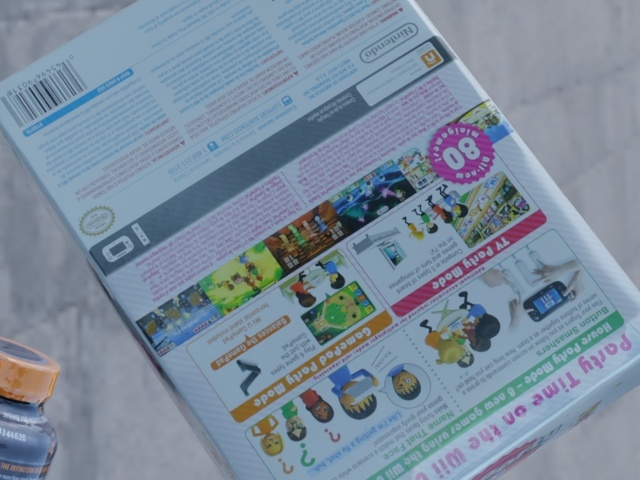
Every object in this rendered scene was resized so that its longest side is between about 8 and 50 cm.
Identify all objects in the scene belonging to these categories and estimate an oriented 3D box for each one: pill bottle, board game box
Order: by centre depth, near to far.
[{"bbox_3d":[0.000,0.000,1.014,0.303,0.224,0.097,55,-12,16],"label":"board game box"},{"bbox_3d":[-0.293,0.199,1.574,0.246,0.130,0.130,-68,162,4],"label":"pill bottle"}]
